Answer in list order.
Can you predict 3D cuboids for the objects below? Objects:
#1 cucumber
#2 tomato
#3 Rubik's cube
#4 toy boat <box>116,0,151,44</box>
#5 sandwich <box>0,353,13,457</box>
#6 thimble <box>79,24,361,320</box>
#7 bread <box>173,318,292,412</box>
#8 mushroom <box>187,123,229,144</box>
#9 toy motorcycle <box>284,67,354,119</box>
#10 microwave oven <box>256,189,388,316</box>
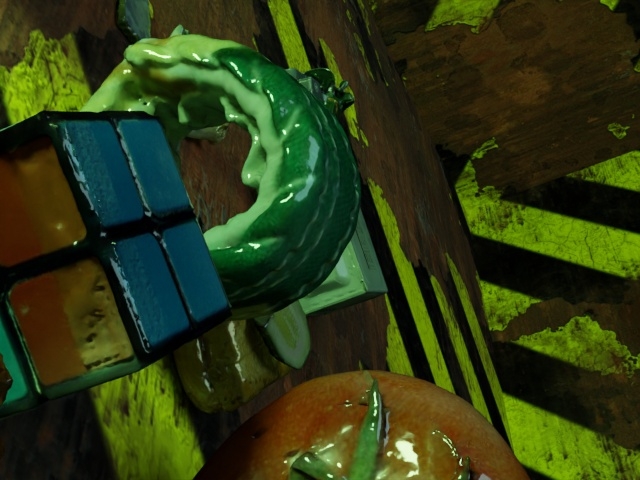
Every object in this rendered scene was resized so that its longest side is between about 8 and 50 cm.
[{"bbox_3d":[-0.044,0.100,1.109,0.067,0.035,0.107,-66,148,-35],"label":"cucumber"},{"bbox_3d":[0.036,0.283,0.898,0.273,0.341,0.341,46,28,-69],"label":"tomato"},{"bbox_3d":[-0.195,0.016,0.737,0.183,0.180,0.167,68,16,0],"label":"Rubik's cube"},{"bbox_3d":[-0.237,-0.295,1.288,0.063,0.016,0.115,51,24,-49],"label":"toy boat"},{"bbox_3d":[-0.272,0.026,0.536,0.162,0.250,0.301,-31,116,-31],"label":"sandwich"},{"bbox_3d":[-0.105,-0.066,1.003,0.288,0.254,0.167,60,11,22],"label":"thimble"},{"bbox_3d":[-0.094,0.120,1.131,0.211,0.083,0.113,-10,85,-74],"label":"bread"},{"bbox_3d":[-0.176,-0.171,1.285,0.202,0.054,0.059,23,50,-64],"label":"mushroom"},{"bbox_3d":[-0.020,-0.225,1.757,0.275,0.125,0.187,25,56,-69],"label":"toy motorcycle"},{"bbox_3d":[0.000,0.000,1.530,0.162,0.122,0.208,10,60,-72],"label":"microwave oven"}]
